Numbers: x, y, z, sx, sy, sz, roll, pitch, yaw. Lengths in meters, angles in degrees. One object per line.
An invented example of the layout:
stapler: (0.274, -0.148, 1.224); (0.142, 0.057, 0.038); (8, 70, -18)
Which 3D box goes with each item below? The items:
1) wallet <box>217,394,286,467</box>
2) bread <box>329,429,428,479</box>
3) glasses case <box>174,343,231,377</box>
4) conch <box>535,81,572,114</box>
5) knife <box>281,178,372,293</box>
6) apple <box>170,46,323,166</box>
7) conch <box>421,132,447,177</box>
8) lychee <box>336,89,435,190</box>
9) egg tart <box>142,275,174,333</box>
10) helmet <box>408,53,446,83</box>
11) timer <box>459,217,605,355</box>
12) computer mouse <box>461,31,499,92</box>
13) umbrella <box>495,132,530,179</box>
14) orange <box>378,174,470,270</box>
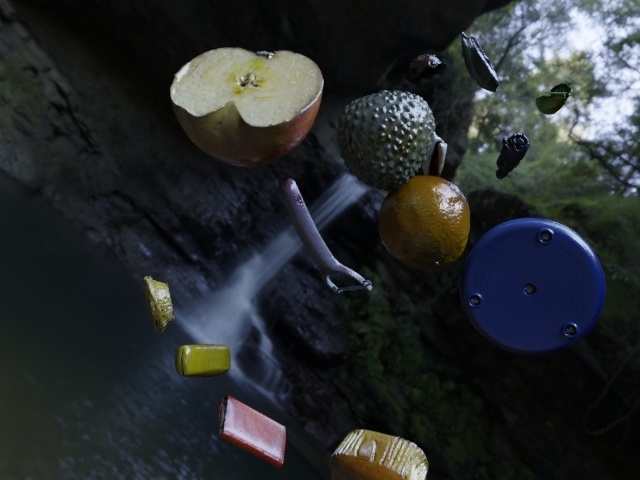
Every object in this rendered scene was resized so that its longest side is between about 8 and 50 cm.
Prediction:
wallet: (-0.185, 0.515, 1.786); (0.204, 0.045, 0.142); (35, 25, -22)
bread: (0.170, 0.699, 1.987); (0.288, 0.156, 0.204); (13, -55, 23)
glasses case: (-0.276, 0.286, 1.577); (0.064, 0.079, 0.234); (-4, -9, 17)
conch: (0.742, -0.451, 2.105); (0.079, 0.095, 0.201); (32, -15, -8)
knife: (-0.001, 0.001, 1.342); (0.123, 0.053, 0.278); (-14, -65, 46)
apple: (-0.142, -0.256, 1.334); (0.292, 0.251, 0.163); (14, -40, 11)
conch: (0.386, -0.294, 2.292); (0.104, 0.176, 0.094); (6, -6, 24)
lychee: (0.169, -0.260, 1.685); (0.255, 0.255, 0.275); (63, 16, -71)
egg tart: (-0.495, 0.195, 2.032); (0.191, 0.074, 0.191); (170, -90, -72)
helmet: (0.346, -0.576, 2.181); (0.098, 0.123, 0.070); (83, -17, -79)
timer: (0.462, 0.077, 1.438); (0.270, 0.270, 0.383); (42, 17, 12)
computer mouse: (0.512, -0.578, 2.175); (0.231, 0.071, 0.126); (49, 28, -23)
umbrella: (0.480, -0.213, 1.684); (0.071, 0.071, 0.248); (42, -2, 12)
orange: (0.279, -0.043, 1.756); (0.264, 0.264, 0.264); (42, -7, 6)
